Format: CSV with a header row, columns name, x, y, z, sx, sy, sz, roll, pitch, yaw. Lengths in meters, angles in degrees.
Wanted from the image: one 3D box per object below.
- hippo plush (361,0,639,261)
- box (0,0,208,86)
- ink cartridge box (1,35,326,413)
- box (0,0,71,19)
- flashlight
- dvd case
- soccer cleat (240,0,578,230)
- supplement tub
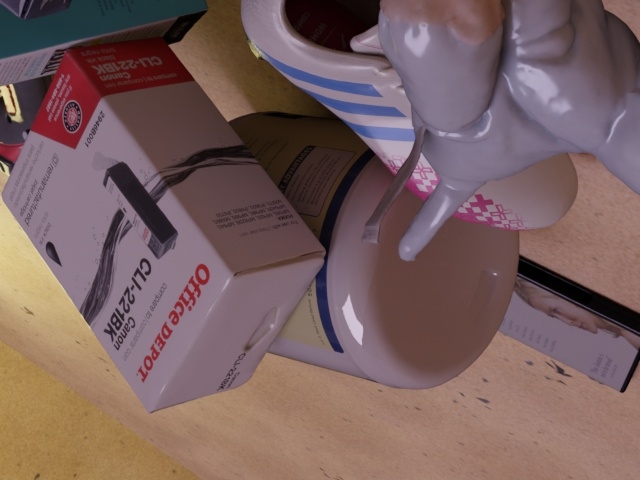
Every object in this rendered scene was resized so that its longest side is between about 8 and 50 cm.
name,x,y,z,sx,sy,sz,roll,pitch,yaw
hippo plush,0.173,-0.108,1.000,0.237,0.294,0.234,16,179,17
box,-0.231,-0.191,1.434,0.100,0.244,0.060,-28,81,67
ink cartridge box,-0.145,-0.015,1.430,0.273,0.114,0.197,51,132,22
box,-0.264,-0.308,1.239,0.233,0.059,0.183,39,124,18
flashlight,-0.351,-0.178,1.842,0.304,0.103,0.103,91,157,-65
dvd case,0.222,0.070,1.703,0.253,0.022,0.180,27,160,13
soccer cleat,0.079,-0.121,1.307,0.331,0.116,0.143,34,161,-5
supplement tub,0.000,0.000,1.539,0.325,0.235,0.235,11,153,44
